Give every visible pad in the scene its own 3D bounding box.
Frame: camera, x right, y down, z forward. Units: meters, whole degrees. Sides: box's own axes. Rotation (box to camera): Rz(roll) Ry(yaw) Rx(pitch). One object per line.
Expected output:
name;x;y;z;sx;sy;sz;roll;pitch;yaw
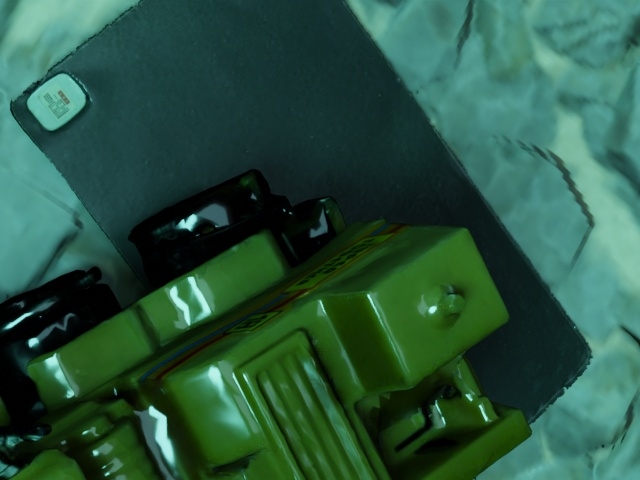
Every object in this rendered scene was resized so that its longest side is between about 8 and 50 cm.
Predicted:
pad;0.000;0.000;0.614;0.116;0.004;0.193;-42;102;-22

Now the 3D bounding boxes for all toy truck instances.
toy truck;-0.065;0.083;0.502;0.257;0.127;0.127;-30;101;-26
